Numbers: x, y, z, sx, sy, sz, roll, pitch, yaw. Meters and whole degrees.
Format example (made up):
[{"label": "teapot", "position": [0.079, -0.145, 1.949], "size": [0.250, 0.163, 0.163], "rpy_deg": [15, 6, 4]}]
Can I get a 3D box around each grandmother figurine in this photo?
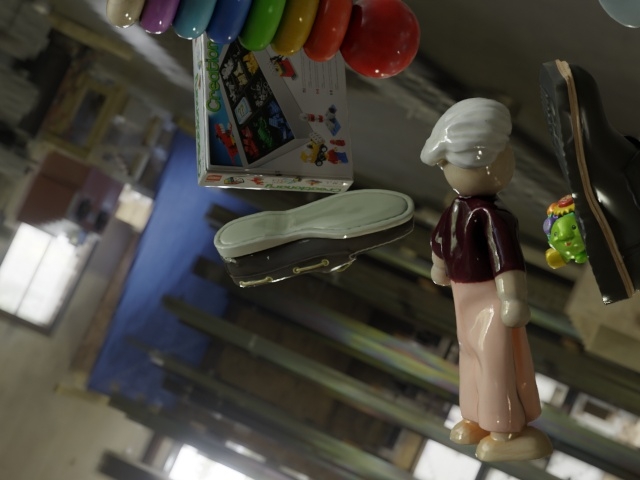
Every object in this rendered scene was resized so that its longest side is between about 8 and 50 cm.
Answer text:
[{"label": "grandmother figurine", "position": [0.159, 0.032, 1.312], "size": [0.104, 0.342, 0.208], "rpy_deg": [-10, -169, -26]}]

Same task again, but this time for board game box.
[{"label": "board game box", "position": [-0.065, -0.212, 1.727], "size": [0.193, 0.305, 0.053], "rpy_deg": [3, 158, -17]}]

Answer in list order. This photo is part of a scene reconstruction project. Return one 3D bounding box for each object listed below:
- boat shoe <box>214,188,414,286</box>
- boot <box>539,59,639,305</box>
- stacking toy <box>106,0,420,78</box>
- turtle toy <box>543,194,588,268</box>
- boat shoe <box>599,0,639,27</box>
[{"label": "boat shoe", "position": [0.000, 0.000, 1.482], "size": [0.228, 0.081, 0.068], "rpy_deg": [-10, 122, 16]}, {"label": "boot", "position": [0.237, -0.056, 0.933], "size": [0.077, 0.137, 0.198], "rpy_deg": [-95, -16, -51]}, {"label": "stacking toy", "position": [-0.051, -0.254, 1.416], "size": [0.330, 0.141, 0.141], "rpy_deg": [14, 176, -13]}, {"label": "turtle toy", "position": [0.291, -0.015, 1.517], "size": [0.066, 0.095, 0.130], "rpy_deg": [60, -155, -15]}, {"label": "boat shoe", "position": [0.351, -0.349, 1.617], "size": [0.065, 0.083, 0.183], "rpy_deg": [-23, 113, 34]}]
